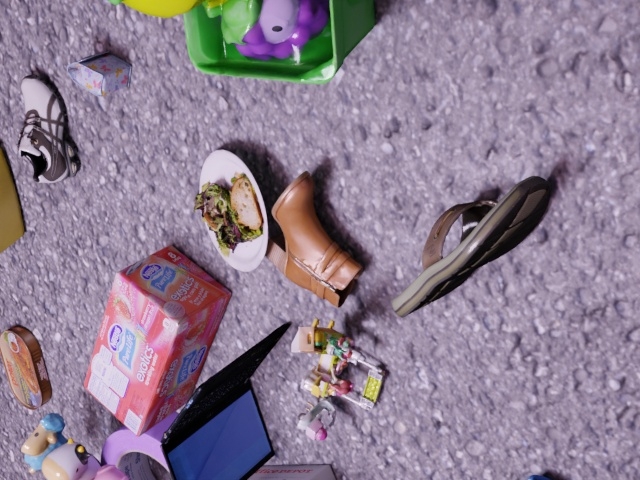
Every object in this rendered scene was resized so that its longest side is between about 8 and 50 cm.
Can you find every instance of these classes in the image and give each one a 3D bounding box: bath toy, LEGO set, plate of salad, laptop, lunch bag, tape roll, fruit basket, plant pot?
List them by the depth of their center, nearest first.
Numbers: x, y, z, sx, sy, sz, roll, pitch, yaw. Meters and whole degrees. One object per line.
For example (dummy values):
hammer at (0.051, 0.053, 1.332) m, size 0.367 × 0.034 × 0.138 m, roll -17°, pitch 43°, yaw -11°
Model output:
fruit basket at (-0.116, -0.372, 1.179) m, size 0.283 × 0.392 × 0.392 m, roll 11°, pitch 117°, yaw 33°
LEGO set at (0.033, 0.202, 1.487) m, size 0.107 × 0.132 × 0.287 m, roll 26°, pitch 146°, yaw 18°
plate of salad at (-0.148, -0.044, 1.535) m, size 0.200 × 0.048 × 0.200 m, roll 28°, pitch 127°, yaw 46°
laptop at (-0.133, 0.301, 1.588) m, size 0.136 × 0.234 × 0.264 m, roll 45°, pitch 130°, yaw 10°
lunch bag at (-0.368, -0.281, 1.599) m, size 0.083 × 0.071 × 0.053 m, roll 30°, pitch 127°, yaw 23°
bath toy at (-0.409, 0.468, 1.833) m, size 0.348 × 0.151 × 0.129 m, roll 30°, pitch 91°, yaw 22°
tape roll at (-0.301, 0.470, 1.889) m, size 0.274 × 0.090 × 0.275 m, roll 16°, pitch 120°, yaw 30°
plant pot at (-0.711, -0.046, 1.890) m, size 0.212 × 0.212 × 0.187 m, roll -7°, pitch 120°, yaw 38°

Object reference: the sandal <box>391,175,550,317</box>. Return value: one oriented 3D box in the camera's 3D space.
sandal at (0.182, 0.004, 1.300) m, size 0.303 × 0.120 × 0.086 m, roll -44°, pitch 69°, yaw 41°

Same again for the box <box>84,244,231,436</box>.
box at (-0.294, 0.179, 1.711) m, size 0.154 × 0.142 × 0.300 m, roll 37°, pitch 128°, yaw 18°

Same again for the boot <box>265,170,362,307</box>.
boot at (0.000, 0.000, 1.460) m, size 0.152 × 0.073 × 0.197 m, roll 36°, pitch 140°, yaw 19°

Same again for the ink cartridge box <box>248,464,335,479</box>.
ink cartridge box at (-0.120, 0.494, 1.637) m, size 0.207 × 0.283 × 0.117 m, roll -13°, pitch 99°, yaw 39°

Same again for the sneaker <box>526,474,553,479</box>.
sneaker at (0.364, 0.429, 1.373) m, size 0.240 × 0.091 × 0.126 m, roll 36°, pitch 127°, yaw 19°

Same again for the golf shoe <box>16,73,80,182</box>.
golf shoe at (-0.501, -0.197, 1.725) m, size 0.077 × 0.094 × 0.198 m, roll -11°, pitch 102°, yaw 40°

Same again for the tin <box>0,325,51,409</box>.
tin at (-0.636, 0.274, 2.081) m, size 0.106 × 0.040 × 0.190 m, roll 3°, pitch 112°, yaw 31°
